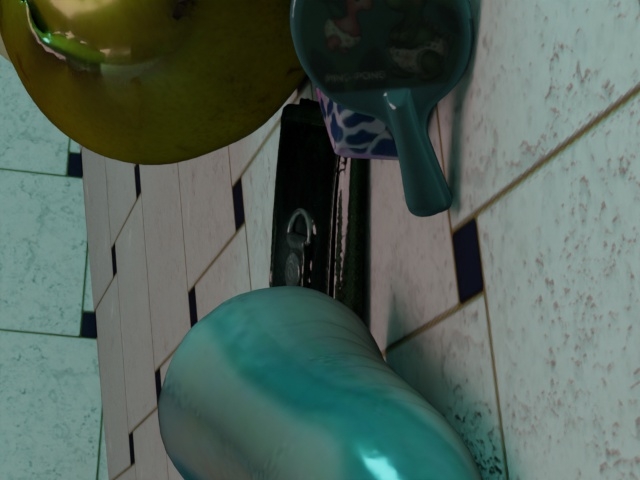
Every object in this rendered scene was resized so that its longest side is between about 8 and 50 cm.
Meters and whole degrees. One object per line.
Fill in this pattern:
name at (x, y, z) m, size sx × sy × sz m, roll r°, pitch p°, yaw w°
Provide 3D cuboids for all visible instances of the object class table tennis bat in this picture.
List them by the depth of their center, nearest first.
table tennis bat at (0.051, -0.110, 1.120) m, size 0.033 × 0.124 × 0.201 m, roll -55°, pitch -47°, yaw -62°

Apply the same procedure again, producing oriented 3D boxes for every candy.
candy at (0.031, -0.144, 1.221) m, size 0.092 × 0.073 × 0.160 m, roll 106°, pitch 156°, yaw -47°

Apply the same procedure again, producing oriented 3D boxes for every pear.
pear at (-0.111, -0.192, 1.392) m, size 0.285 × 0.336 × 0.284 m, roll -9°, pitch 75°, yaw 38°

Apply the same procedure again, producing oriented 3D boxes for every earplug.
earplug at (0.018, 0.165, 1.158) m, size 0.324 × 0.185 × 0.185 m, roll -143°, pitch 52°, yaw -64°

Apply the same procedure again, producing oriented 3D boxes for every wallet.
wallet at (-0.003, 0.000, 1.422) m, size 0.160 × 0.055 × 0.236 m, roll -161°, pitch 70°, yaw -67°

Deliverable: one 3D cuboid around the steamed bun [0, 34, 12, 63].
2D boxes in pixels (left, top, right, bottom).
steamed bun at (-0.248, -0.383, 1.820) m, size 0.456 × 0.290 × 0.371 m, roll -112°, pitch 27°, yaw -49°
